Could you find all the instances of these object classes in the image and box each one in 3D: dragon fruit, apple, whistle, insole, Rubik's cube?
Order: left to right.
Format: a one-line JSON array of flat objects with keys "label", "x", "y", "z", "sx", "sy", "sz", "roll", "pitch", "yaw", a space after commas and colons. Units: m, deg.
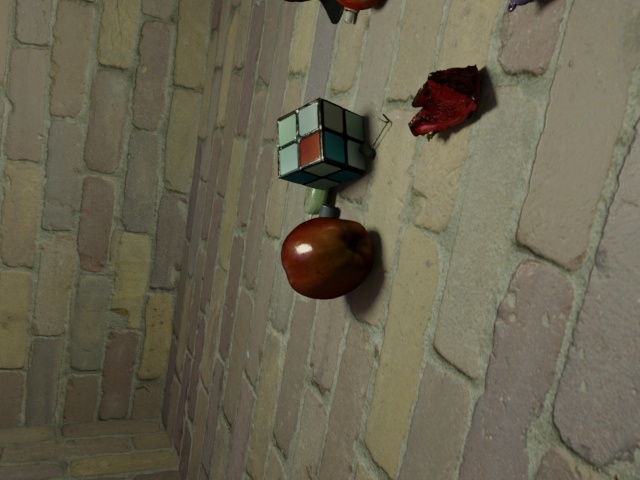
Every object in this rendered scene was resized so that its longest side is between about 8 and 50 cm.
[{"label": "whistle", "x": 0.001, "y": -0.184, "z": 1.780, "sx": 0.126, "sy": 0.067, "sz": 0.258, "roll": -155, "pitch": 76, "yaw": -78}, {"label": "Rubik's cube", "x": 0.001, "y": -0.252, "z": 1.620, "sx": 0.183, "sy": 0.167, "sz": 0.180, "roll": -13, "pitch": 72, "yaw": 45}, {"label": "apple", "x": 0.014, "y": 0.043, "z": 1.533, "sx": 0.234, "sy": 0.233, "sz": 0.234, "roll": -18, "pitch": 69, "yaw": 63}, {"label": "insole", "x": 0.020, "y": -0.798, "z": 1.905, "sx": 0.119, "sy": 0.009, "sz": 0.349, "roll": 118, "pitch": 146, "yaw": -42}, {"label": "dragon fruit", "x": 0.243, "y": -0.264, "z": 1.234, "sx": 0.192, "sy": 0.122, "sz": 0.093, "roll": -40, "pitch": 66, "yaw": 53}]

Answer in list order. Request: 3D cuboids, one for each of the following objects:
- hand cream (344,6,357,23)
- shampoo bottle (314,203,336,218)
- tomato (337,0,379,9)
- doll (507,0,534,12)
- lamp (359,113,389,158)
[{"label": "hand cream", "x": 0.106, "y": -0.717, "z": 1.690, "sx": 0.052, "sy": 0.038, "sz": 0.216, "roll": 21, "pitch": 103, "yaw": 35}, {"label": "shampoo bottle", "x": 0.000, "y": 0.000, "z": 1.746, "sx": 0.072, "sy": 0.072, "sz": 0.214, "roll": 43, "pitch": 125, "yaw": 58}, {"label": "tomato", "x": 0.096, "y": -0.682, "z": 1.574, "sx": 0.167, "sy": 0.167, "sz": 0.168, "roll": -18, "pitch": 69, "yaw": 63}, {"label": "doll", "x": 0.383, "y": -0.487, "z": 1.036, "sx": 0.206, "sy": 0.067, "sz": 0.110, "roll": -59, "pitch": 20, "yaw": 24}, {"label": "lamp", "x": 0.138, "y": -0.261, "z": 1.543, "sx": 0.054, "sy": 0.041, "sz": 0.121, "roll": 55, "pitch": 137, "yaw": 42}]
